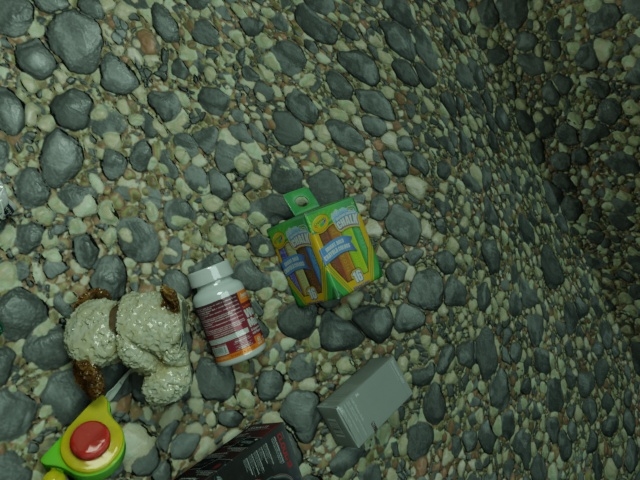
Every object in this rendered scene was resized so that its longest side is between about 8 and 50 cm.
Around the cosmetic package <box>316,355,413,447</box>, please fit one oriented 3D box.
[{"bbox_3d":[0.120,0.419,1.455,0.238,0.107,0.127,-33,96,-35],"label":"cosmetic package"}]

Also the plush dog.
[{"bbox_3d":[-0.376,0.176,1.065,0.226,0.210,0.262,-8,50,-9],"label":"plush dog"}]

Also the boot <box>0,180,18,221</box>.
[{"bbox_3d":[-0.616,-0.039,1.008,0.124,0.095,0.258,-19,89,-32],"label":"boot"}]

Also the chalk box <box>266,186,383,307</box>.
[{"bbox_3d":[0.000,0.000,1.420,0.180,0.179,0.288,-24,94,-39],"label":"chalk box"}]

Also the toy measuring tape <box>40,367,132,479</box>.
[{"bbox_3d":[-0.393,0.350,1.071,0.121,0.121,0.330,52,48,-15],"label":"toy measuring tape"}]

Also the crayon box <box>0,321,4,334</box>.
[{"bbox_3d":[-0.683,0.166,0.868,0.165,0.081,0.278,36,53,15],"label":"crayon box"}]

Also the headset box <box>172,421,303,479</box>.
[{"bbox_3d":[-0.151,0.540,1.177,0.293,0.110,0.217,-18,89,-54],"label":"headset box"}]

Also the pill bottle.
[{"bbox_3d":[-0.215,0.162,1.250,0.121,0.121,0.221,-22,93,-39],"label":"pill bottle"}]
